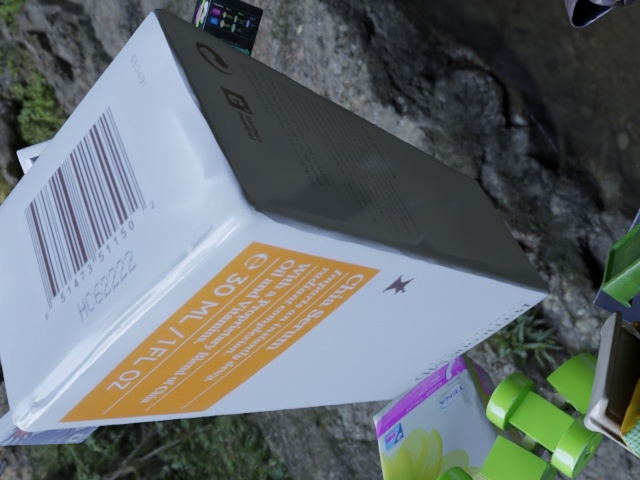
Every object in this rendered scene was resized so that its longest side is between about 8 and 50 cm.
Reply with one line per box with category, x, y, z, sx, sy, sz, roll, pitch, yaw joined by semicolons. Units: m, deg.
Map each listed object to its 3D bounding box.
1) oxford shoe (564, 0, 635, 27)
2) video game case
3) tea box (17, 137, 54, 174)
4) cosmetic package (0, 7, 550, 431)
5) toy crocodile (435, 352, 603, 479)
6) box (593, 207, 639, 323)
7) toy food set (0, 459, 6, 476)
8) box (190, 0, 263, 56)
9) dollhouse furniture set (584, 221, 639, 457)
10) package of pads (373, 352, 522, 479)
oxford shoe;0.360;-0.318;0.711;0.271;0.096;0.098;-164;80;-87
video game case;-0.318;0.209;0.872;0.023;0.201;0.183;50;-177;23
tea box;-0.230;-0.115;1.044;0.323;0.329;0.220;-50;-55;-66
cosmetic package;-0.005;0.025;0.547;0.453;0.230;0.161;13;-138;-52
toy crocodile;0.216;0.267;0.709;0.115;0.340;0.105;31;171;40
box;0.610;-0.052;0.974;0.179;0.312;0.343;30;153;25
toy food set;-0.508;0.361;0.896;0.232;0.104;0.111;112;172;-58
box;-0.096;-0.185;0.598;0.062;0.052;0.083;34;109;62
dollhouse furniture set;0.419;0.107;0.672;0.197;0.301;0.151;34;137;1
package of pads;0.210;0.338;1.038;0.101;0.229;0.296;42;-163;-19
